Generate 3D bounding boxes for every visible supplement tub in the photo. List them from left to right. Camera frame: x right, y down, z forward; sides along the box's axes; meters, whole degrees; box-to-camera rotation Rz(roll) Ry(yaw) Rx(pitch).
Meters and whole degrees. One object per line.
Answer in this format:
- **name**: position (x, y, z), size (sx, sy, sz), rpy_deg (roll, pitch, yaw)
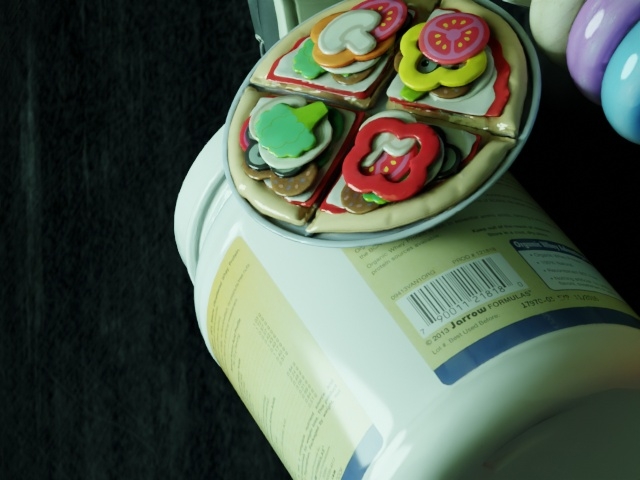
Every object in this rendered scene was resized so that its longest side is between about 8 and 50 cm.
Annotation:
- **supplement tub**: position (0.058, 0.058, 1.172), size (0.228, 0.228, 0.316), rpy_deg (-60, 44, 25)

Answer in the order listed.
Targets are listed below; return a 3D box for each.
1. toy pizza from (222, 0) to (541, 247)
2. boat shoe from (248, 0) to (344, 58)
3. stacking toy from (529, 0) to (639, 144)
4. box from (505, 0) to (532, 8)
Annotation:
- **toy pizza**: position (0.032, -0.083, 1.116), size (0.201, 0.032, 0.201), rpy_deg (-12, 51, 15)
- **boat shoe**: position (-0.001, -0.212, 1.379), size (0.113, 0.127, 0.340), rpy_deg (127, 136, -64)
- **stacking toy**: position (0.257, -0.048, 1.041), size (0.141, 0.141, 0.330), rpy_deg (-53, 54, 31)
- **box**: position (0.158, -0.269, 1.185), size (0.149, 0.127, 0.232), rpy_deg (37, 112, 46)
